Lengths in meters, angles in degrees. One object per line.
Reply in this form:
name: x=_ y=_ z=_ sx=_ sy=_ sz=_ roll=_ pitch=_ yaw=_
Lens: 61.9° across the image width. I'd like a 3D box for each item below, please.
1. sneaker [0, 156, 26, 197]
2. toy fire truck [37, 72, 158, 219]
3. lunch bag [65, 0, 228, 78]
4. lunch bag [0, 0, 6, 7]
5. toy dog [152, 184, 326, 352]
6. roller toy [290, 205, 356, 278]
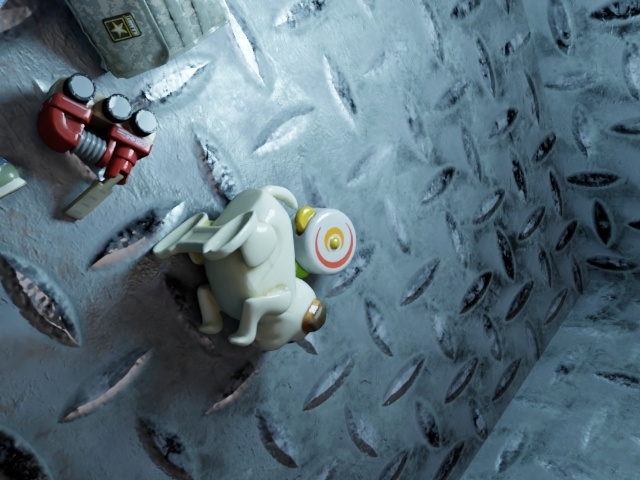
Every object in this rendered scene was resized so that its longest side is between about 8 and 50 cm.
sneaker: x=-0.672 y=-0.097 z=1.012 sx=0.192 sy=0.064 sz=0.086 roll=-39 pitch=110 yaw=-31
toy fire truck: x=-0.489 y=-0.183 z=1.117 sx=0.217 sy=0.159 sz=0.246 roll=27 pitch=67 yaw=-39
lunch bag: x=-0.374 y=-0.502 z=1.118 sx=0.287 sy=0.169 sz=0.235 roll=-42 pitch=145 yaw=-17
lunch bag: x=-0.538 y=-0.531 z=0.905 sx=0.138 sy=0.221 sz=0.292 roll=19 pitch=56 yaw=-39
toy dog: x=-0.161 y=0.098 z=1.356 sx=0.395 sy=0.285 sz=0.407 roll=-54 pitch=128 yaw=-45
roller toy: x=0.000 y=0.000 z=1.527 sx=0.191 sy=0.146 sz=0.209 roll=-11 pitch=101 yaw=-39
